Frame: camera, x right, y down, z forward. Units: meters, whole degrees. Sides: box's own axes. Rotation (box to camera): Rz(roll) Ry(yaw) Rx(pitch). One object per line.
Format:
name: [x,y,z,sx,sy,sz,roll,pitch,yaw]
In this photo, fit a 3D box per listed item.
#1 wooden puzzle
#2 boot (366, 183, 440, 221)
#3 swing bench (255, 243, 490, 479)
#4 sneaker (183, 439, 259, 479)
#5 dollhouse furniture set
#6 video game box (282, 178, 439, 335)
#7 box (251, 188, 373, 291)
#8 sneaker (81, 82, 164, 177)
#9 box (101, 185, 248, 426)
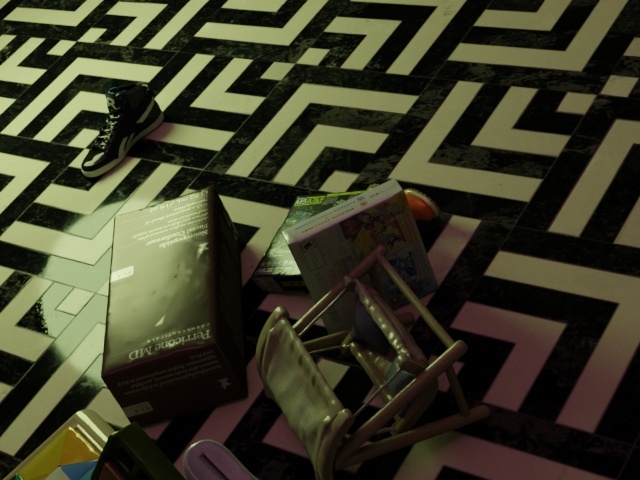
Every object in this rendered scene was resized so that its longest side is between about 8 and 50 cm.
wooden puzzle: [-0.384,0.367,1.722,0.238,0.044,0.221,-39,41,-19]
boot: [0.122,-0.042,1.926,0.158,0.059,0.085,8,51,44]
swing bench: [0.053,0.183,1.619,0.254,0.165,0.253,-30,40,-7]
sneaker: [-0.084,0.370,1.542,0.094,0.091,0.258,-33,61,-19]
dollhouse furniture set: [-0.283,0.396,1.396,0.151,0.301,0.197,43,41,17]
video game box: [0.063,0.029,1.754,0.187,0.205,0.048,-23,38,0]
box: [0.000,0.000,1.905,0.190,0.045,0.184,-5,44,42]
sneaker: [-0.420,-0.235,2.355,0.079,0.121,0.217,18,55,40]
box: [-0.232,0.098,1.878,0.191,0.143,0.381,-17,41,8]
